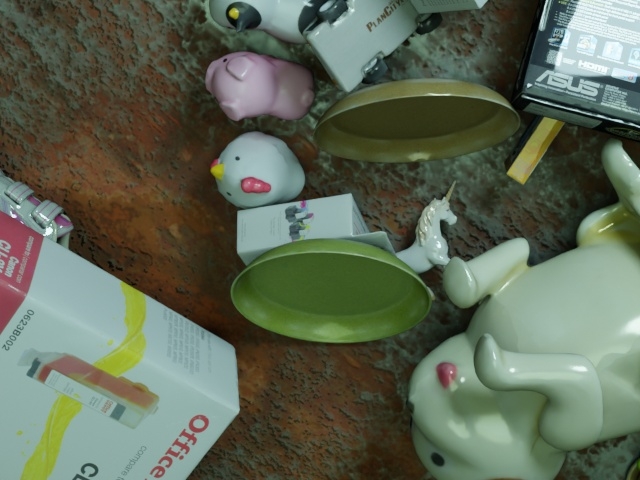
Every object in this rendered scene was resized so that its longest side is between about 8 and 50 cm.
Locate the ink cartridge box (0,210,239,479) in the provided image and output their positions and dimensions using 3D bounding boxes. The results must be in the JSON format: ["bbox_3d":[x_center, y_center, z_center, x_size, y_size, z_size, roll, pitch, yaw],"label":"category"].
[{"bbox_3d":[-0.327,0.178,1.401,0.385,0.160,0.279,32,108,-20],"label":"ink cartridge box"}]

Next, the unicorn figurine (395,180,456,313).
[{"bbox_3d":[0.132,0.021,1.418,0.162,0.060,0.111,-35,98,13],"label":"unicorn figurine"}]

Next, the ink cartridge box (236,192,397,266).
[{"bbox_3d":[0.000,0.000,1.394,0.181,0.104,0.061,-8,61,13],"label":"ink cartridge box"}]

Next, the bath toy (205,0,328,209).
[{"bbox_3d":[-0.067,-0.199,1.354,0.151,0.129,0.348,10,105,4],"label":"bath toy"}]

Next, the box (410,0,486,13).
[{"bbox_3d":[0.140,-0.366,1.210,0.181,0.119,0.182,-49,117,-15],"label":"box"}]

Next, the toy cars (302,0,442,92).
[{"bbox_3d":[0.070,-0.356,1.292,0.176,0.087,0.393,8,93,-31],"label":"toy cars"}]

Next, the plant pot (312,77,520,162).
[{"bbox_3d":[0.108,-0.137,1.309,0.236,0.236,0.032,-5,77,8],"label":"plant pot"}]

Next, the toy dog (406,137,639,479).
[{"bbox_3d":[0.280,0.138,1.345,0.408,0.395,0.284,-35,53,13],"label":"toy dog"}]

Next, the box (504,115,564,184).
[{"bbox_3d":[0.264,-0.135,1.354,0.028,0.081,0.136,30,105,-1],"label":"box"}]

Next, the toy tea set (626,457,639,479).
[{"bbox_3d":[0.527,0.400,1.430,0.200,0.124,0.336,-26,99,12],"label":"toy tea set"}]

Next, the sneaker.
[{"bbox_3d":[-0.374,-0.025,1.452,0.111,0.103,0.252,-22,108,10],"label":"sneaker"}]

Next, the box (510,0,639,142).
[{"bbox_3d":[0.440,-0.249,1.257,0.395,0.097,0.318,15,89,2],"label":"box"}]

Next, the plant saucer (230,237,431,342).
[{"bbox_3d":[0.013,0.058,1.384,0.241,0.241,0.037,-1,60,7],"label":"plant saucer"}]
